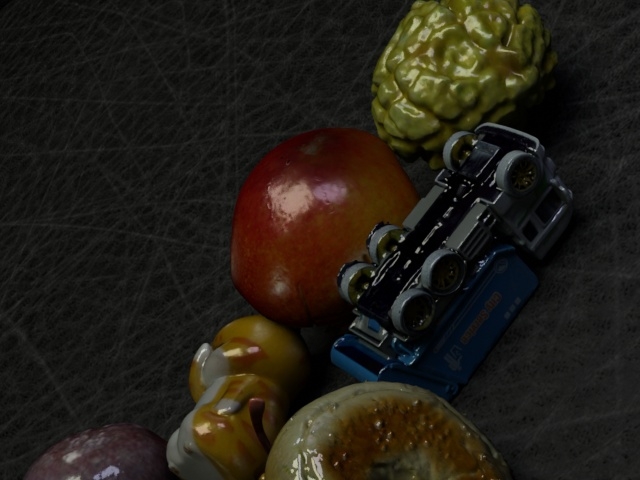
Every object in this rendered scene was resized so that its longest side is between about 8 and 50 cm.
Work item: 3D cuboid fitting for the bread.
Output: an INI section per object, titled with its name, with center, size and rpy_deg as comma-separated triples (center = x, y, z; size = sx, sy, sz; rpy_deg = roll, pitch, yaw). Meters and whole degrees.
[bread]
center = 0.075, 0.294, 1.563
size = 0.305, 0.306, 0.158
rpy_deg = -93, 25, -47

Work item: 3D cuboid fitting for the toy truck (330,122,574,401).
[toy truck]
center = 0.162, 0.034, 1.806
size = 0.367, 0.175, 0.146
rpy_deg = -52, 36, -6

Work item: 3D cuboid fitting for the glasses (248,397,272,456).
[glasses]
center = -0.065, 0.336, 1.677
size = 0.118, 0.268, 0.234
rpy_deg = -17, 35, 18

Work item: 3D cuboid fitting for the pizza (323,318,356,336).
[pizza]
center = 0.056, 0.094, 1.993
size = 0.099, 0.029, 0.100
rpy_deg = 13, 66, 51

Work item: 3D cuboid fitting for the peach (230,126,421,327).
[peach]
center = -0.002, -0.019, 1.937
size = 0.275, 0.245, 0.248
rpy_deg = -30, 13, -11

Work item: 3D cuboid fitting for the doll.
[doll]
center = -0.104, 0.219, 1.931
size = 0.167, 0.162, 0.269
rpy_deg = -43, 29, 56

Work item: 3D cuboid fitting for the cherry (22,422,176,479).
[cherry]
center = -0.315, 0.361, 2.000
size = 0.266, 0.183, 0.213
rpy_deg = -37, 41, -12

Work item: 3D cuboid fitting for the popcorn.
[popcorn]
center = 0.195, -0.221, 1.973
size = 0.270, 0.224, 0.258
rpy_deg = -32, -25, -54
